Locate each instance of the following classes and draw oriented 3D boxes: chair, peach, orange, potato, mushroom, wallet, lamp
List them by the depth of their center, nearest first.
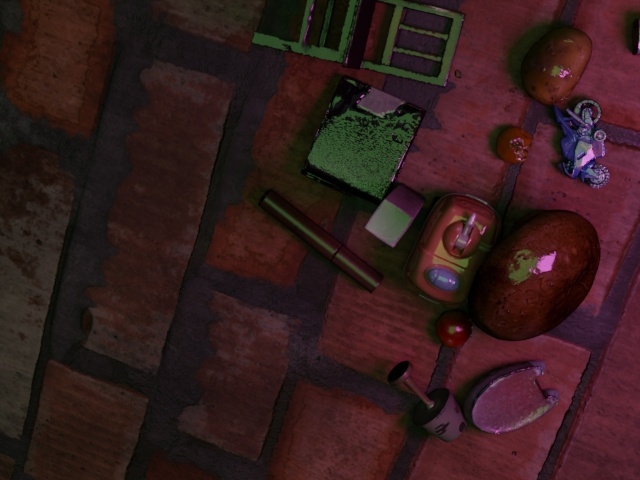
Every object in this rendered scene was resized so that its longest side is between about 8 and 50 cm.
[{"bbox_3d":[0.465,0.081,1.688,0.239,0.345,0.345,21,106,47],"label":"mushroom"},{"bbox_3d":[0.515,-0.386,1.703,0.137,0.137,0.176,20,101,7],"label":"potato"},{"bbox_3d":[0.093,-0.472,1.709,0.416,0.240,0.203,15,99,9],"label":"chair"},{"bbox_3d":[0.441,-0.218,1.777,0.086,0.062,0.086,2,98,13],"label":"orange"},{"bbox_3d":[0.100,-0.233,1.839,0.221,0.071,0.262,25,96,6],"label":"wallet"},{"bbox_3d":[0.322,0.216,1.871,0.098,0.061,0.098,2,96,17],"label":"peach"},{"bbox_3d":[0.256,0.390,1.878,0.121,0.121,0.214,-40,104,14],"label":"lamp"}]

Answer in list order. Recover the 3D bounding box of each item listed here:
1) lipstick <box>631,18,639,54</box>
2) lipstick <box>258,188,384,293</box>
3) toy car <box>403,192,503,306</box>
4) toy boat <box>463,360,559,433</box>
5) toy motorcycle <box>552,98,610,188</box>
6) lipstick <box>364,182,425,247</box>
[{"bbox_3d":[0.806,-0.443,1.663,0.253,0.079,0.077,-1,99,9],"label":"lipstick"},{"bbox_3d":[0.000,0.000,1.899,0.357,0.057,0.057,38,104,2],"label":"lipstick"},{"bbox_3d":[0.301,0.029,1.766,0.180,0.212,0.270,24,103,6],"label":"toy car"},{"bbox_3d":[0.452,0.377,1.875,0.227,0.085,0.155,-27,102,2],"label":"toy boat"},{"bbox_3d":[0.585,-0.214,1.748,0.114,0.076,0.205,-8,97,19],"label":"toy motorcycle"},{"bbox_3d":[0.170,-0.062,1.693,0.076,0.371,0.080,35,103,4],"label":"lipstick"}]
